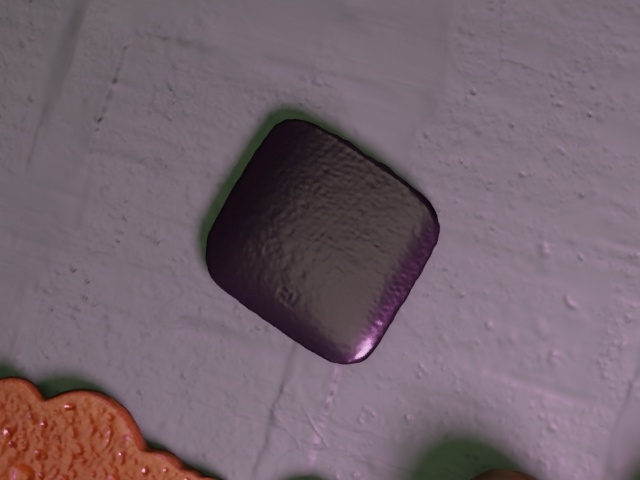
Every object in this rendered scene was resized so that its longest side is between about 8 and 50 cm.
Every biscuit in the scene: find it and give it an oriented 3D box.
[{"bbox_3d":[-0.244,0.255,1.392,0.334,0.047,0.202,33,85,8],"label":"biscuit"}]

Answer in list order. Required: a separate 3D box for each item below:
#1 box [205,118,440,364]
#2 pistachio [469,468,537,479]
[{"bbox_3d":[0.000,0.000,1.407,0.212,0.042,0.201,31,85,11],"label":"box"},{"bbox_3d":[0.164,0.365,1.250,0.214,0.193,0.318,1,71,37],"label":"pistachio"}]
